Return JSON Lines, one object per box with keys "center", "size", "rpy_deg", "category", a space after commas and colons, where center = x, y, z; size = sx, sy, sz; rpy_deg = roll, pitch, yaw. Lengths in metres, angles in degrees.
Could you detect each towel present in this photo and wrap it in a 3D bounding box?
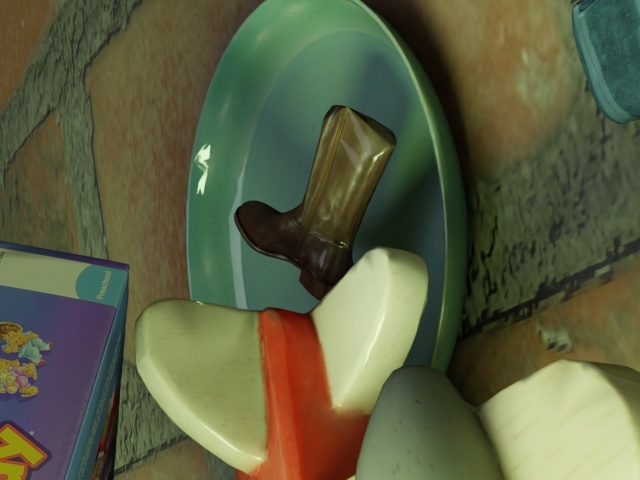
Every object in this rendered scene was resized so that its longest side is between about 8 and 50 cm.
{"center": [0.158, -0.102, 0.571], "size": [0.119, 0.029, 0.067], "rpy_deg": [-36, 62, 53], "category": "towel"}

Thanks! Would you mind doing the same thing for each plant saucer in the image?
{"center": [0.000, 0.000, 0.824], "size": [0.317, 0.043, 0.318], "rpy_deg": [1, 91, 58], "category": "plant saucer"}

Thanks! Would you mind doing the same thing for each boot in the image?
{"center": [-0.004, -0.037, 0.752], "size": [0.106, 0.037, 0.114], "rpy_deg": [37, 127, 37], "category": "boot"}

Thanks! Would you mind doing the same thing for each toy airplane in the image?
{"center": [-0.012, 0.192, 0.583], "size": [0.384, 0.272, 0.386], "rpy_deg": [22, 116, 50], "category": "toy airplane"}

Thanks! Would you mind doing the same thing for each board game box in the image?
{"center": [-0.159, 0.200, 0.554], "size": [0.347, 0.078, 0.233], "rpy_deg": [-82, 3, -50], "category": "board game box"}
